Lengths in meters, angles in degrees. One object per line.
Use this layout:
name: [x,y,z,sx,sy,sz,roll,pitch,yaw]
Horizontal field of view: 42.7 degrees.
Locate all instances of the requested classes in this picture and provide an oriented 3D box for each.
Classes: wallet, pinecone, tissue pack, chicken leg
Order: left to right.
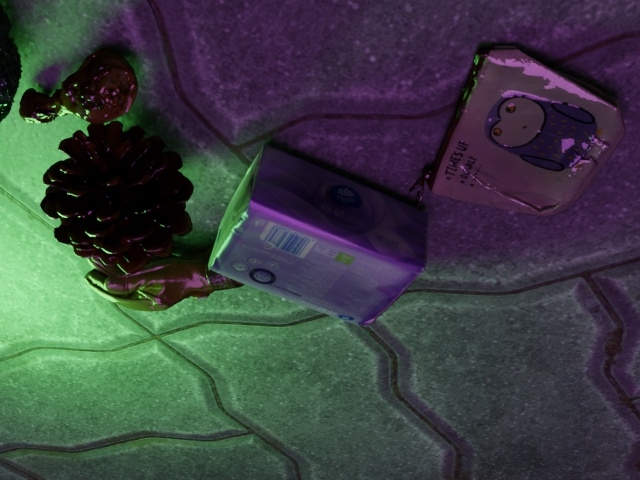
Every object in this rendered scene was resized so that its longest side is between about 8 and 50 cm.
chicken leg: [-0.395,-0.234,1.324,0.251,0.107,0.087,-8,154,34]
pinecone: [-0.342,-0.078,1.362,0.264,0.264,0.264,6,141,5]
tissue pack: [0.000,0.000,1.468,0.338,0.160,0.242,21,141,-16]
wallet: [0.310,-0.146,1.293,0.274,0.068,0.335,15,140,-3]

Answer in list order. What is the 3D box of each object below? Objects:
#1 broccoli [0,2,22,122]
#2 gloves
broccoli: [-0.593,-0.260,1.219,0.275,0.308,0.308,29,154,35]
gloves: [-0.304,0.065,1.622,0.331,0.154,0.141,-7,137,9]
